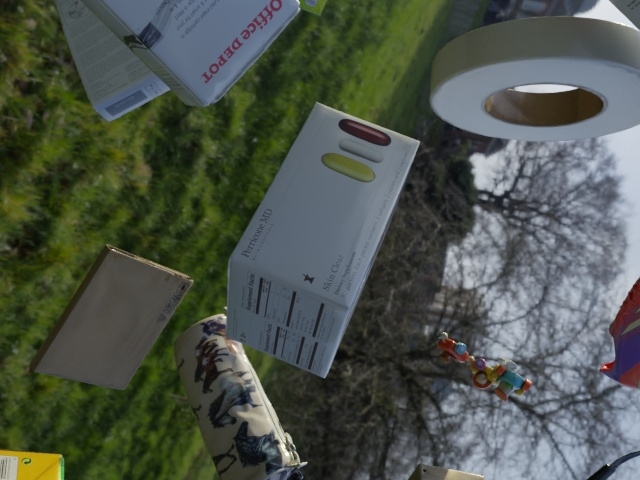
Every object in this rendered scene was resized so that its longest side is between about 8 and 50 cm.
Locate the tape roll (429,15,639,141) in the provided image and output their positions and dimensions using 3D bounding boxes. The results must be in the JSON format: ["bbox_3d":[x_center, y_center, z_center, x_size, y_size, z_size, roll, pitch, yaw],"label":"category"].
[{"bbox_3d":[0.383,-0.261,1.254,0.392,0.392,0.072,97,0,-80],"label":"tape roll"}]

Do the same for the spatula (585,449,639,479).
[{"bbox_3d":[0.475,0.344,1.137,0.296,0.084,0.030,-45,-143,19],"label":"spatula"}]

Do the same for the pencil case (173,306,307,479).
[{"bbox_3d":[-0.182,0.349,1.581,0.410,0.183,0.160,62,5,26],"label":"pencil case"}]

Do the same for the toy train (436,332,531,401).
[{"bbox_3d":[0.262,0.214,1.209,0.046,0.125,0.166,-56,-148,-12],"label":"toy train"}]

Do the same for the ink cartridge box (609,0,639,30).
[{"bbox_3d":[0.519,-0.349,0.977,0.114,0.273,0.197,-45,-179,-17],"label":"ink cartridge box"}]

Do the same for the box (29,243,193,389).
[{"bbox_3d":[-0.295,0.116,1.054,0.164,0.021,0.201,29,96,-50],"label":"box"}]

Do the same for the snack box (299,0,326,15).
[{"bbox_3d":[-0.043,-0.329,0.639,0.207,0.174,0.070,-67,-155,17],"label":"snack box"}]

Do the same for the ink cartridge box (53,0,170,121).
[{"bbox_3d":[-0.449,-0.514,1.750,0.385,0.308,0.091,65,5,22],"label":"ink cartridge box"}]

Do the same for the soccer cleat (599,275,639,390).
[{"bbox_3d":[0.634,0.148,1.451,0.109,0.116,0.318,-23,122,-51],"label":"soccer cleat"}]

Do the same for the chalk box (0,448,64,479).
[{"bbox_3d":[-0.303,0.293,0.602,0.213,0.132,0.132,-68,-155,20],"label":"chalk box"}]

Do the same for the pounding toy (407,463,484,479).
[{"bbox_3d":[0.179,0.420,1.187,0.100,0.130,0.141,-84,-169,-46],"label":"pounding toy"}]

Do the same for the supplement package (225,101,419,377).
[{"bbox_3d":[0.000,0.000,0.930,0.204,0.145,0.262,103,10,-57],"label":"supplement package"}]

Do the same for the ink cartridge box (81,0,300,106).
[{"bbox_3d":[-0.106,-0.185,0.527,0.109,0.150,0.063,-50,-154,-10],"label":"ink cartridge box"}]
